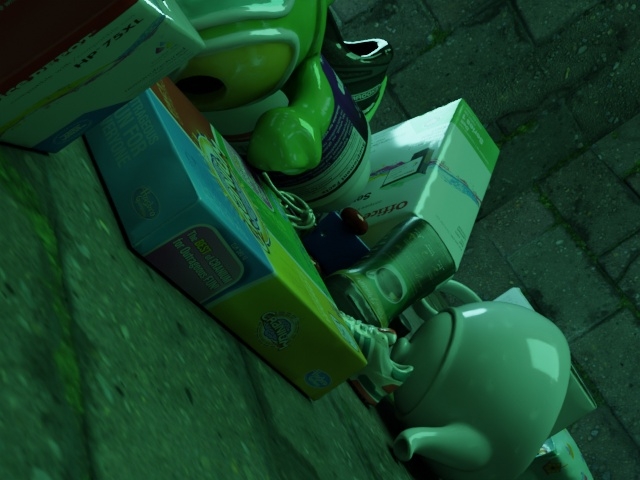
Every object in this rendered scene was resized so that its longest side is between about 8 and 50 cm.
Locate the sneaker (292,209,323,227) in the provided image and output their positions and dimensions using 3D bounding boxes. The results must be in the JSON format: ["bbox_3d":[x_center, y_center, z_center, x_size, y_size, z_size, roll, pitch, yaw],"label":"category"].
[{"bbox_3d":[0.016,-0.059,1.811,0.305,0.114,0.152,50,7,-41],"label":"sneaker"}]

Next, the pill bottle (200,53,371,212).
[{"bbox_3d":[-0.045,-0.159,1.563,0.181,0.181,0.323,60,7,32],"label":"pill bottle"}]

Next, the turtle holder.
[{"bbox_3d":[-0.123,-0.222,1.206,0.227,0.243,0.320,-42,124,-51],"label":"turtle holder"}]

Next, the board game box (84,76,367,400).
[{"bbox_3d":[-0.092,-0.021,1.031,0.316,0.064,0.242,48,10,-52],"label":"board game box"}]

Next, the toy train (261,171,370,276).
[{"bbox_3d":[0.000,0.000,1.550,0.248,0.105,0.143,48,-8,-9],"label":"toy train"}]

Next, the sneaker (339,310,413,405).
[{"bbox_3d":[0.043,0.108,1.335,0.161,0.075,0.057,55,6,-11],"label":"sneaker"}]

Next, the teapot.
[{"bbox_3d":[0.171,0.168,1.435,0.187,0.253,0.256,28,-10,-8],"label":"teapot"}]

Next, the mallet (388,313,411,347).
[{"bbox_3d":[0.090,0.134,1.622,0.039,0.062,0.189,55,7,3],"label":"mallet"}]

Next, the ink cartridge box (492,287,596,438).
[{"bbox_3d":[0.259,0.212,1.760,0.129,0.223,0.307,55,6,-9],"label":"ink cartridge box"}]

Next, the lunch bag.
[{"bbox_3d":[0.370,0.372,2.093,0.223,0.160,0.262,51,14,-32],"label":"lunch bag"}]

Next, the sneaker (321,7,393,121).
[{"bbox_3d":[-0.097,-0.336,1.695,0.482,0.202,0.185,29,12,-29],"label":"sneaker"}]

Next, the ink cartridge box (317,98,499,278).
[{"bbox_3d":[0.122,-0.057,1.711,0.117,0.201,0.278,52,40,-24],"label":"ink cartridge box"}]

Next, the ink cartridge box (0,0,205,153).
[{"bbox_3d":[-0.166,-0.126,0.692,0.078,0.134,0.231,57,7,4],"label":"ink cartridge box"}]

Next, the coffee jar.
[{"bbox_3d":[0.074,0.054,1.428,0.096,0.184,0.079,57,-34,-3],"label":"coffee jar"}]
